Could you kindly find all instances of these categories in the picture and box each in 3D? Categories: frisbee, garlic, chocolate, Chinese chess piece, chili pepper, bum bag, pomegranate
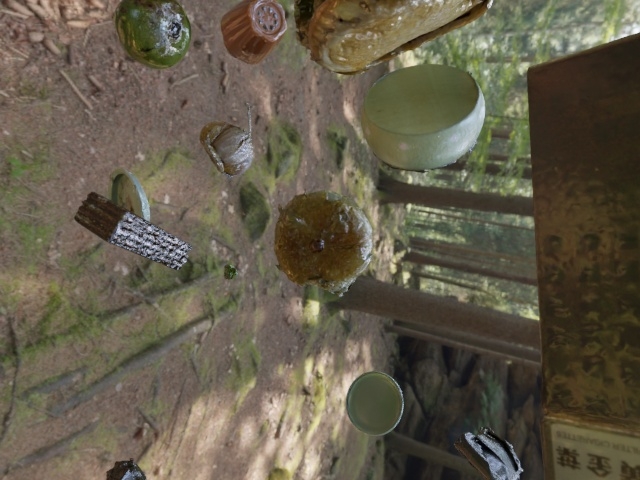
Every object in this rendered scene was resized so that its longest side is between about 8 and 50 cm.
[{"bbox_3d":[0.097,0.292,0.795,0.014,0.110,0.110,44,58,-54],"label":"frisbee"},{"bbox_3d":[-0.321,-0.344,1.534,0.257,0.207,0.207,-53,-177,45],"label":"garlic"},{"bbox_3d":[-0.436,0.556,0.973,0.133,0.156,0.156,66,5,28],"label":"chocolate"},{"bbox_3d":[0.292,-0.360,1.285,0.147,0.348,0.350,71,36,-51],"label":"Chinese chess piece"},{"bbox_3d":[-0.228,0.079,1.106,0.034,0.091,0.030,-30,104,-13],"label":"chili pepper"},{"bbox_3d":[0.339,0.425,0.870,0.060,0.123,0.248,-50,148,13],"label":"bum bag"},{"bbox_3d":[-0.416,-0.512,1.088,0.179,0.210,0.180,-8,105,-33],"label":"pomegranate"}]

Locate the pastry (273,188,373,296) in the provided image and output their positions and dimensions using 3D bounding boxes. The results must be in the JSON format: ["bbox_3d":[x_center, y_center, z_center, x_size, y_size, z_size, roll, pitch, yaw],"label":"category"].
[{"bbox_3d":[0.006,-0.001,1.068,0.121,0.256,0.236,-36,146,-79],"label":"pastry"}]

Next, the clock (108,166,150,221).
[{"bbox_3d":[-0.523,-0.087,1.231,0.053,0.236,0.237,-16,117,-44],"label":"clock"}]

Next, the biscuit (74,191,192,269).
[{"bbox_3d":[-0.375,-0.010,0.920,0.070,0.106,0.252,-60,157,-8],"label":"biscuit"}]

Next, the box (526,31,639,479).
[{"bbox_3d":[0.226,0.033,0.258,0.047,0.180,0.325,4,84,-46],"label":"box"}]

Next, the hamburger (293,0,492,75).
[{"bbox_3d":[0.084,-0.307,0.543,0.242,0.286,0.147,-15,90,-28],"label":"hamburger"}]

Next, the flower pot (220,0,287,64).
[{"bbox_3d":[-0.198,-0.670,1.383,0.190,0.173,0.191,-3,95,-29],"label":"flower pot"}]
